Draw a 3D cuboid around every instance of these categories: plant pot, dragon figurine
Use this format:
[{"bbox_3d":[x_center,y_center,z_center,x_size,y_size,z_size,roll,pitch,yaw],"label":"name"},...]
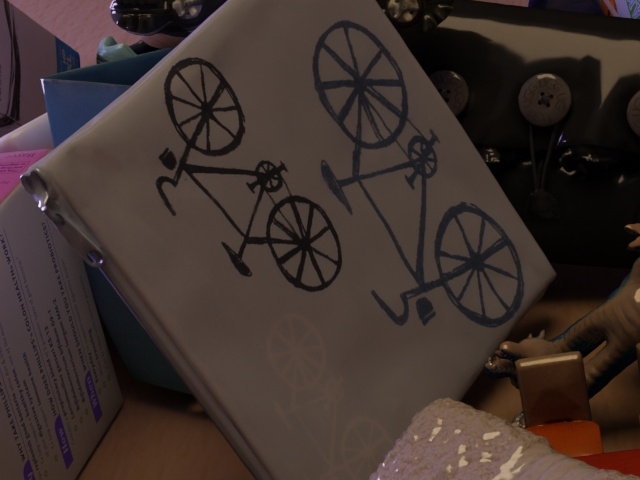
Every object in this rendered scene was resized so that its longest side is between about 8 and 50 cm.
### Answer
[{"bbox_3d":[-0.078,-0.013,1.207,0.165,0.234,0.165,9,19,40],"label":"plant pot"},{"bbox_3d":[0.242,0.043,1.095,0.289,0.144,0.085,-18,66,-27],"label":"dragon figurine"}]

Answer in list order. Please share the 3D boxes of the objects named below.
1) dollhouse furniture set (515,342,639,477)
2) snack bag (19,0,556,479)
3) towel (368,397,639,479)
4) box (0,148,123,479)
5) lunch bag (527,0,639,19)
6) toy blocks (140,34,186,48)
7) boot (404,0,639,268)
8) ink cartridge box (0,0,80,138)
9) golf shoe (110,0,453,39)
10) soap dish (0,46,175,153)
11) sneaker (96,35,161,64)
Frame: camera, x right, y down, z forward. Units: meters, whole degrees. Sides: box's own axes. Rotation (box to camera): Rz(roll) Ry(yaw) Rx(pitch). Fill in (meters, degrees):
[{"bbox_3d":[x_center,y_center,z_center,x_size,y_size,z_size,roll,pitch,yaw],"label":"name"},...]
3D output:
[{"bbox_3d":[0.220,0.132,0.893,0.259,0.135,0.262,-8,25,9],"label":"dollhouse furniture set"},{"bbox_3d":[0.000,0.000,1.081,0.037,0.323,0.342,-20,21,45],"label":"snack bag"},{"bbox_3d":[0.041,0.209,0.776,0.187,0.049,0.282,19,68,48],"label":"towel"},{"bbox_3d":[-0.249,0.086,1.116,0.117,0.214,0.243,-4,26,17],"label":"box"},{"bbox_3d":[0.403,-0.243,1.515,0.327,0.239,0.385,-19,9,-13],"label":"lunch bag"},{"bbox_3d":[-0.009,-0.250,1.527,0.288,0.309,0.260,-5,59,13],"label":"toy blocks"},{"bbox_3d":[0.244,-0.154,1.252,0.445,0.367,0.146,5,-10,28],"label":"boot"},{"bbox_3d":[-0.394,-0.158,1.624,0.223,0.129,0.307,-4,-12,14],"label":"ink cartridge box"},{"bbox_3d":[-0.026,-0.201,1.276,0.272,0.105,0.120,5,2,14],"label":"golf shoe"},{"bbox_3d":[-0.218,-0.031,1.360,0.291,0.118,0.229,-25,8,47],"label":"soap dish"},{"bbox_3d":[-0.114,-0.206,1.790,0.283,0.122,0.110,-26,28,-28],"label":"sneaker"}]
